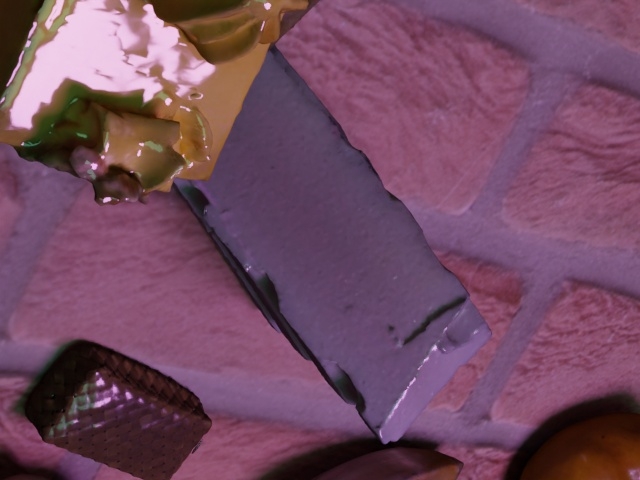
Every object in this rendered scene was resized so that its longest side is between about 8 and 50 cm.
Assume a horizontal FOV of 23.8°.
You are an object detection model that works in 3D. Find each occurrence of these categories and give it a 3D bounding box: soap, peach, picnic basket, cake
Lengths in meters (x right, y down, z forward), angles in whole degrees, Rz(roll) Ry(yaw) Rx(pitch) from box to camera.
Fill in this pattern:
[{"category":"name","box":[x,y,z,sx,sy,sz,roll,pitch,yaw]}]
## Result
[{"category":"soap","box":[0.000,0.000,1.377,0.159,0.258,0.302,-38,134,-5]},{"category":"peach","box":[0.361,0.333,1.944,0.251,0.153,0.251,-13,121,-22]},{"category":"picnic basket","box":[-0.195,0.179,1.509,0.110,0.055,0.193,-52,136,6]},{"category":"cake","box":[-0.156,-0.174,1.123,0.222,0.286,0.227,11,114,-39]}]

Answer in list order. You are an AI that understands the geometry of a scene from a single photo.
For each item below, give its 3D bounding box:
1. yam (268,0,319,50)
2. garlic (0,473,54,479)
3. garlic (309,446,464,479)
[{"category":"yam","box":[-0.058,-0.203,1.322,0.371,0.083,0.083,-47,135,-1]},{"category":"garlic","box":[-0.266,0.316,1.458,0.184,0.203,0.281,-50,134,-22]},{"category":"garlic","box":[0.038,0.309,1.723,0.318,0.112,0.143,-17,139,-34]}]
